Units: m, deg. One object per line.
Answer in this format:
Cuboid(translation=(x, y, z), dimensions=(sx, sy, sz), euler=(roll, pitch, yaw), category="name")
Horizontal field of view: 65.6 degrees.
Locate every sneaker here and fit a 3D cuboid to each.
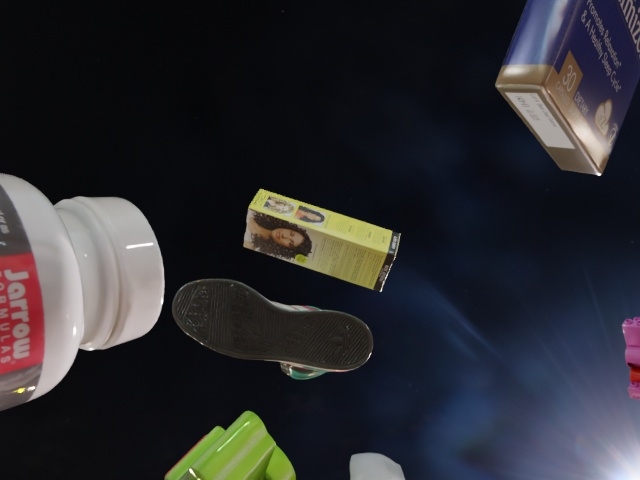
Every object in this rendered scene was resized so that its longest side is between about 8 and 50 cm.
Cuboid(translation=(-0.075, 0.142, 0.788), dimensions=(0.295, 0.178, 0.124), euler=(15, -109, 0), category="sneaker")

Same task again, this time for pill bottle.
Cuboid(translation=(-0.279, 0.043, 0.332), dimensions=(0.176, 0.318, 0.176), euler=(7, -78, 39), category="pill bottle")

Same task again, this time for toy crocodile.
Cuboid(translation=(-0.105, 0.258, 0.477), dimensions=(0.105, 0.115, 0.341), euler=(35, -40, 18), category="toy crocodile")

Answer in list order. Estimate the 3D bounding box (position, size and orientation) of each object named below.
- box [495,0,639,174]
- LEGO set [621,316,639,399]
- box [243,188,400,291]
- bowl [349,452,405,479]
Cuboid(translation=(0.198, -0.175, 0.339), dimensions=(0.136, 0.036, 0.225), euler=(23, -94, -45), category="box")
Cuboid(translation=(0.370, 0.049, 0.474), dimensions=(0.227, 0.087, 0.093), euler=(-35, -69, -35), category="LEGO set")
Cuboid(translation=(0.000, 0.000, 0.776), dimensions=(0.232, 0.058, 0.087), euler=(17, -48, 4), category="box")
Cuboid(translation=(0.076, 0.295, 0.514), dimensions=(0.053, 0.142, 0.142), euler=(-17, -100, 0), category="bowl")
